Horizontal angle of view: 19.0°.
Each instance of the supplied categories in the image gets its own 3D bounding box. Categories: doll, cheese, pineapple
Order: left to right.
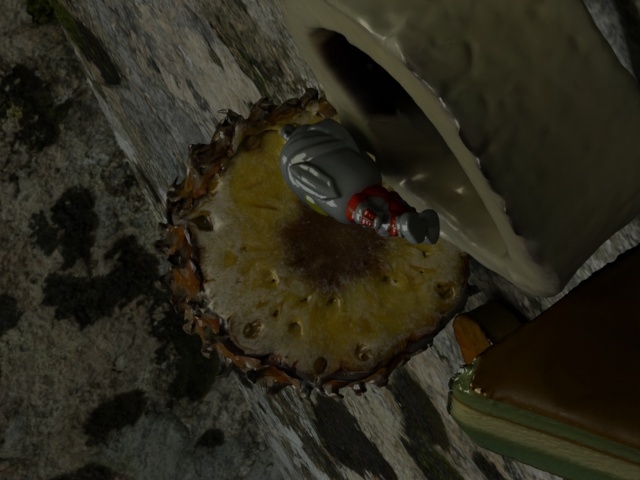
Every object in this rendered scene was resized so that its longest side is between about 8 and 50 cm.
[{"bbox_3d":[-0.003,-0.001,1.999,0.352,0.352,0.300,60,176,-6],"label":"pineapple"},{"bbox_3d":[0.025,-0.047,1.604,0.180,0.094,0.079,36,116,33],"label":"doll"},{"bbox_3d":[0.123,-0.121,1.545,0.332,0.153,0.292,57,168,-30],"label":"cheese"}]

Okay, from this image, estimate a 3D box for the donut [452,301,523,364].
[{"bbox_3d":[0.205,0.136,2.086,0.152,0.058,0.152,54,165,21],"label":"donut"}]

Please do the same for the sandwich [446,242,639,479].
[{"bbox_3d":[0.253,0.145,1.577,0.198,0.227,0.155,53,166,22],"label":"sandwich"}]
